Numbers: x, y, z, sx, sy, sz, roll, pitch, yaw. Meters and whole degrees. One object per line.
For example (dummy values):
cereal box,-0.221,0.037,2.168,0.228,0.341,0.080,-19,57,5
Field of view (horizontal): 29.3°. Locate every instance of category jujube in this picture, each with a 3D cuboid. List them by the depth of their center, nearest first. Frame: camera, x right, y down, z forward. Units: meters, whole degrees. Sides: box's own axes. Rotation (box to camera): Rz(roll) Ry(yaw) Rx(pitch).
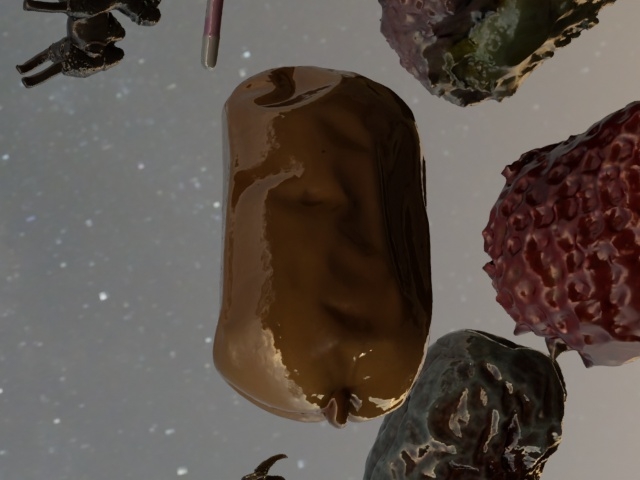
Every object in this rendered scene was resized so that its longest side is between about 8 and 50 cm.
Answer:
jujube,0.189,0.269,1.614,0.226,0.226,0.317,25,-86,-52

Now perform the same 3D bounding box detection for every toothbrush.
toothbrush,-0.085,-0.297,1.112,0.025,0.020,0.286,8,-88,-19

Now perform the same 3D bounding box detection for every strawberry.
strawberry,0.256,-0.024,0.999,0.205,0.244,0.205,15,-136,-14

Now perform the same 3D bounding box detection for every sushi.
sushi,0.166,-0.199,1.030,0.241,0.161,0.107,-14,-125,-26

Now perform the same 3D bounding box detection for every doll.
doll,-0.267,-0.249,1.413,0.057,0.165,0.139,-124,35,-54

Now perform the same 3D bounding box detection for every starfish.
starfish,-0.063,0.261,1.275,0.091,0.028,0.078,-62,-28,-1

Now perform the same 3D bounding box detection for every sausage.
sausage,0.000,0.000,0.732,0.120,0.136,0.241,104,172,-57
